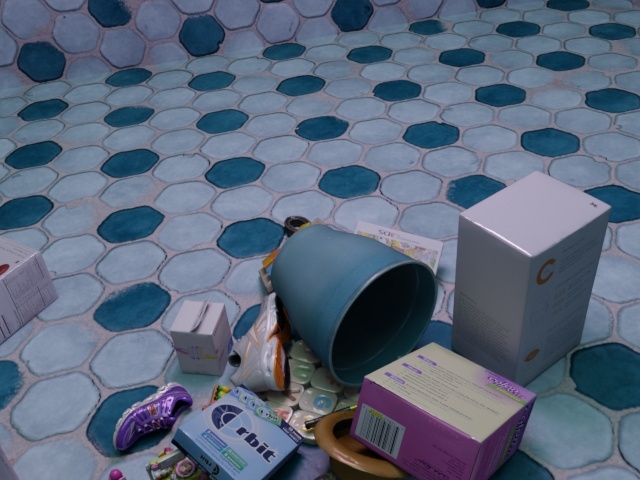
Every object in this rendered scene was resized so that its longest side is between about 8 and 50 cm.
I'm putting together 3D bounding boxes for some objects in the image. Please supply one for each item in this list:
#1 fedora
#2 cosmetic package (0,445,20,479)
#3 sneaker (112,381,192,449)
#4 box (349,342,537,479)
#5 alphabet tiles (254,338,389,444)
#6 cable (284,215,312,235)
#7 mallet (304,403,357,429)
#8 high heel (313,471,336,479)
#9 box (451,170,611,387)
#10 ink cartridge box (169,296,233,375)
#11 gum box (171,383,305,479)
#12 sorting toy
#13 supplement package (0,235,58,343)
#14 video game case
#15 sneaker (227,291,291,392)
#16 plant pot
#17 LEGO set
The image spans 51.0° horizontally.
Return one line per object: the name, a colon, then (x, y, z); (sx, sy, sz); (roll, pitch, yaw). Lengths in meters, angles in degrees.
fedora: (0.078, 0.365, 1.140); (0.194, 0.079, 0.194); (11, 17, -4)
cosmetic package: (-0.704, 0.367, 1.138); (0.453, 0.230, 0.161); (20, 44, 28)
sneaker: (-0.313, 0.334, 1.263); (0.071, 0.068, 0.170); (31, 50, 30)
box: (0.209, 0.294, 1.131); (0.213, 0.117, 0.243); (24, 21, 32)
alphabet tiles: (-0.015, 0.273, 1.338); (0.277, 0.021, 0.284); (11, 41, 20)
cable: (0.000, 0.000, 1.638); (0.139, 0.072, 0.287); (-18, 41, -10)
mallet: (0.061, 0.302, 1.231); (0.189, 0.062, 0.039); (-13, 44, -16)
high heel: (-0.112, 0.435, 1.083); (0.186, 0.093, 0.261); (28, 55, 31)
box: (0.385, 0.081, 1.269); (0.215, 0.345, 0.168); (-27, 43, -26)
ink cartridge box: (-0.241, 0.192, 1.369); (0.089, 0.143, 0.092); (3, 38, 10)
gum box: (-0.136, 0.342, 1.153); (0.157, 0.041, 0.184); (37, 26, 17)
sorting toy: (-0.063, 0.024, 1.511); (0.193, 0.038, 0.208); (-42, 12, -1)
supplement package: (-0.760, 0.110, 1.535); (0.194, 0.149, 0.203); (16, 42, 25)
video game case: (0.152, 0.071, 1.499); (0.206, 0.026, 0.227); (15, 57, 10)
sneaker: (-0.130, 0.203, 1.366); (0.121, 0.099, 0.262); (-15, 31, 9)
plant pot: (0.043, 0.103, 1.322); (0.271, 0.272, 0.255); (-29, 43, -27)
LEGO set: (-0.235, 0.353, 1.192); (0.132, 0.107, 0.287); (22, 46, 31)
